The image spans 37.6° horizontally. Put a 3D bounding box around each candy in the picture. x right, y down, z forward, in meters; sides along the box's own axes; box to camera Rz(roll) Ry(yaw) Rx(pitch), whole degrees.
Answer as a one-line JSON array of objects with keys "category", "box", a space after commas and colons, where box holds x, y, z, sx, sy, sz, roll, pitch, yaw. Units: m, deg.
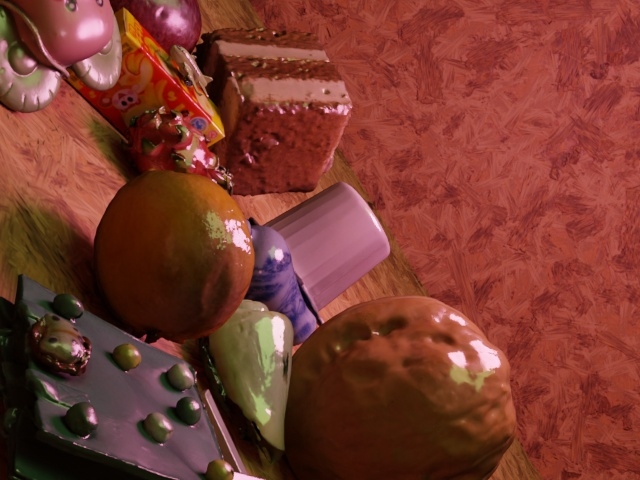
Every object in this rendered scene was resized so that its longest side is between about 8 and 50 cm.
[{"category": "candy", "box": [-0.304, -0.253, 1.629, 0.276, 0.146, 0.088, 48, 18, -42]}]

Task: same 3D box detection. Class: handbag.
[{"category": "handbag", "box": [-0.214, 0.176, 1.002, 0.274, 0.100, 0.269, 41, 12, -35]}]

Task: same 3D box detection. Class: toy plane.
[{"category": "toy plane", "box": [-0.225, -0.293, 1.605, 0.111, 0.040, 0.102, 42, 21, -46]}]

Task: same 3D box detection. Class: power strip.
[{"category": "power strip", "box": [-0.132, 0.291, 1.219, 0.253, 0.060, 0.027, 62, 14, 15]}]

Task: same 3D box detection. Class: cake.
[{"category": "cake", "box": [-0.109, -0.254, 1.873, 0.282, 0.256, 0.290, -3, 46, -26]}]

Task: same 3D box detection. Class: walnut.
[{"category": "walnut", "box": [0.130, 0.272, 1.550, 0.384, 0.383, 0.384, 53, 14, -20]}]

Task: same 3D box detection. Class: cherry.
[{"category": "cherry", "box": [-0.345, -0.432, 1.761, 0.300, 0.203, 0.230, 0, 60, -58]}]

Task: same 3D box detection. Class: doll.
[{"category": "doll", "box": [-0.414, -0.332, 1.375, 0.284, 0.216, 0.269, -32, 113, -55]}]

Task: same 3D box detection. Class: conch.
[{"category": "conch", "box": [-0.115, 0.196, 1.424, 0.143, 0.137, 0.251, 84, 9, -52]}]

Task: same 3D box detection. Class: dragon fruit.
[{"category": "dragon fruit", "box": [-0.240, -0.131, 1.607, 0.236, 0.137, 0.135, 49, 19, -45]}]

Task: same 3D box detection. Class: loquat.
[{"category": "loquat", "box": [-0.193, 0.019, 1.253, 0.238, 0.238, 0.193, 62, 21, 16]}]

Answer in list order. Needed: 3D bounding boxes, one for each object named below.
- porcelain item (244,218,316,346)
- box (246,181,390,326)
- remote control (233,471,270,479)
[{"category": "porcelain item", "box": [-0.099, 0.073, 1.679, 0.259, 0.141, 0.141, 60, 11, -32]}, {"category": "box", "box": [0.000, 0.000, 1.881, 0.291, 0.206, 0.262, 49, -12, 48]}, {"category": "remote control", "box": [-0.074, 0.332, 1.169, 0.245, 0.022, 0.077, 29, 32, -46]}]
